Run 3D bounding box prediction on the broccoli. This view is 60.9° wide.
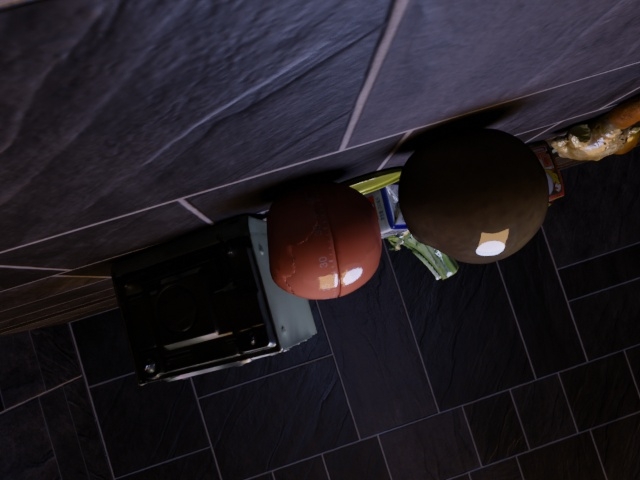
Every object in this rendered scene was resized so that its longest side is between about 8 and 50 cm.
[{"bbox_3d":[0.330,-0.056,1.624,0.249,0.302,0.375,-58,-170,-15],"label":"broccoli"}]

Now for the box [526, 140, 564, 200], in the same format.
[{"bbox_3d":[0.577,-0.177,1.589,0.195,0.177,0.148,-15,177,-33],"label":"box"}]

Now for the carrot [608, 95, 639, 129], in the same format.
[{"bbox_3d":[0.750,-0.319,1.248,0.061,0.061,0.209,-17,173,-7],"label":"carrot"}]

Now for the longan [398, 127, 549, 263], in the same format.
[{"bbox_3d":[0.274,-0.080,0.987,0.258,0.258,0.258,-18,177,-1],"label":"longan"}]

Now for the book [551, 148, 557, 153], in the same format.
[{"bbox_3d":[0.934,-0.354,1.921,0.231,0.026,0.157,-18,180,25],"label":"book"}]

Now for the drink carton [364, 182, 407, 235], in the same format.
[{"bbox_3d":[0.106,-0.054,1.524,0.107,0.130,0.315,-3,167,-44],"label":"drink carton"}]

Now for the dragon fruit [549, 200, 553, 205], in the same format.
[{"bbox_3d":[0.925,-0.262,2.350,0.269,0.200,0.198,31,155,-29],"label":"dragon fruit"}]

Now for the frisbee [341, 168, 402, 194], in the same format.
[{"bbox_3d":[0.093,-0.126,1.279,0.236,0.017,0.236,-18,176,-1],"label":"frisbee"}]

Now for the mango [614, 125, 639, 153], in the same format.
[{"bbox_3d":[1.120,-0.374,2.018,0.111,0.089,0.163,-31,162,21],"label":"mango"}]

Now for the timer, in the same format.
[{"bbox_3d":[0.000,0.000,1.060,0.215,0.229,0.229,-7,175,-11],"label":"timer"}]

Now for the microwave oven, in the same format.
[{"bbox_3d":[-0.261,0.144,1.304,0.394,0.332,0.247,-18,172,20],"label":"microwave oven"}]

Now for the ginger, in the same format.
[{"bbox_3d":[0.743,-0.277,1.469,0.216,0.102,0.157,-14,153,29],"label":"ginger"}]
